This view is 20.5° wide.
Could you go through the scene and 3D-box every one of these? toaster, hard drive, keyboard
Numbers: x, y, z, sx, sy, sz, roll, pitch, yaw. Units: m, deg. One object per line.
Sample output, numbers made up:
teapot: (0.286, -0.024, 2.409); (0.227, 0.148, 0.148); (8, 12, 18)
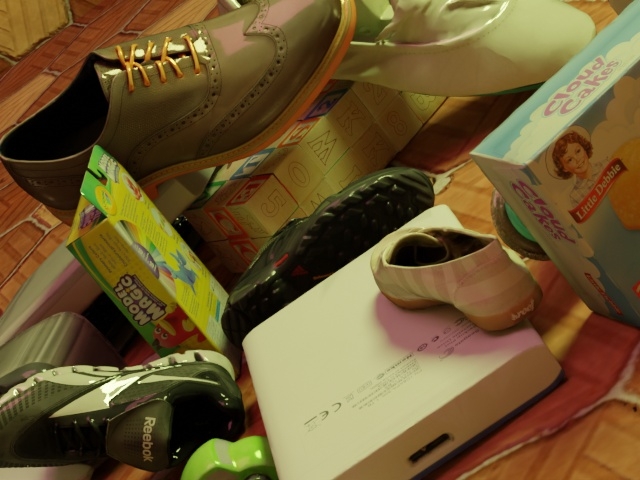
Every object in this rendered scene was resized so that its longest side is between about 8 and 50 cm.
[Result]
toaster: (-0.267, 0.160, 1.645); (0.227, 0.129, 0.146); (-36, 17, 19)
hard drive: (0.050, 0.089, 1.344); (0.210, 0.040, 0.319); (-34, 20, 4)
hard drive: (-0.230, 0.003, 1.872); (0.353, 0.047, 0.233); (-43, 13, 26)
keyboard: (-0.237, 0.072, 1.935); (0.201, 0.033, 0.317); (-21, 25, 42)

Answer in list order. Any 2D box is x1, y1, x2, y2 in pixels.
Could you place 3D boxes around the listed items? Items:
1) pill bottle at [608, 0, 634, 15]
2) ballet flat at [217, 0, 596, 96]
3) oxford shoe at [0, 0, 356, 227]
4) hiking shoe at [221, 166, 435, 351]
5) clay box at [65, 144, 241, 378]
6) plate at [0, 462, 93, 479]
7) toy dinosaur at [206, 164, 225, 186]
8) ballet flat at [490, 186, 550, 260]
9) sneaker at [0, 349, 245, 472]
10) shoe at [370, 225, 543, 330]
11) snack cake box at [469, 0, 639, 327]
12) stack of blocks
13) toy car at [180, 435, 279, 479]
pill bottle: (0.343, -0.286, 1.513); (0.136, 0.136, 0.246); (-18, 28, 46)
ballet flat: (0.060, -0.217, 1.681); (0.400, 0.139, 0.139); (7, 44, 32)
oxford shoe: (-0.133, -0.137, 1.635); (0.363, 0.132, 0.130); (-34, 55, 13)
hiking shoe: (0.000, 0.000, 1.578); (0.227, 0.086, 0.114); (-37, 23, 10)
clay box: (-0.155, 0.026, 1.594); (0.053, 0.222, 0.127); (-34, 19, 14)
plate: (-0.363, 0.254, 1.442); (0.278, 0.045, 0.277); (-3, 18, 32)
toy dinosaur: (-0.122, -0.097, 2.062); (0.268, 0.064, 0.118); (-25, 30, 44)
ballet flat: (0.227, -0.083, 1.364); (0.316, 0.107, 0.106); (-43, 0, -26)
sneaker: (-0.167, 0.149, 1.460); (0.234, 0.078, 0.106); (-10, 23, -20)
shoe: (0.090, 0.013, 1.300); (0.076, 0.058, 0.219); (-40, 20, -14)
snack cake box: (0.253, -0.086, 1.210); (0.264, 0.152, 0.089); (-43, 20, -10)
stack of blocks: (-0.004, -0.099, 1.803); (0.297, 0.087, 0.171); (-49, 21, -26)
toy car: (-0.125, 0.215, 1.376); (0.225, 0.053, 0.239); (-37, 20, 8)
